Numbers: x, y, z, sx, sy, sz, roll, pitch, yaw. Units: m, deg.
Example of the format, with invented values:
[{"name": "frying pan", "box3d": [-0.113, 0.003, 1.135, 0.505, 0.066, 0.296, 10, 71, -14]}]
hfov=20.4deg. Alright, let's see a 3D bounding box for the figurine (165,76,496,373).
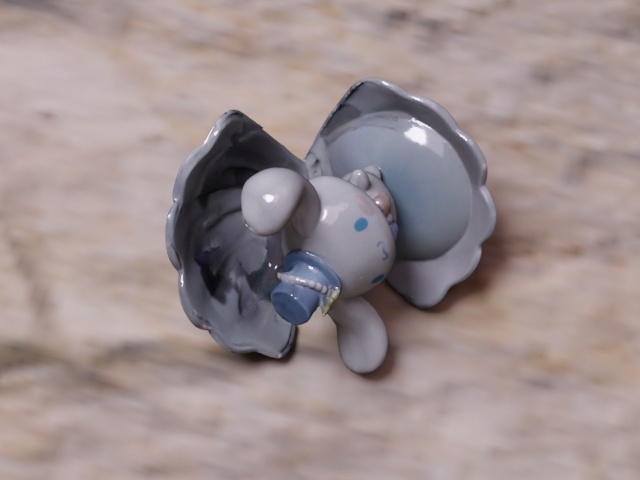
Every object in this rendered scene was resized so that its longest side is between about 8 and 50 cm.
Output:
[{"name": "figurine", "box3d": [0.000, 0.000, 0.561, 0.082, 0.094, 0.086, 5, 28, 40]}]
